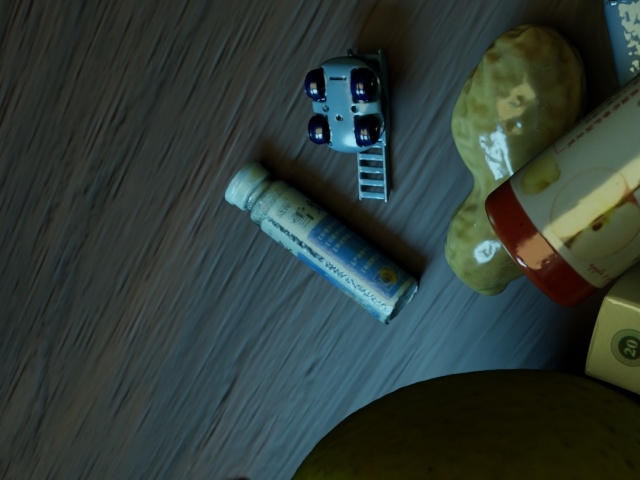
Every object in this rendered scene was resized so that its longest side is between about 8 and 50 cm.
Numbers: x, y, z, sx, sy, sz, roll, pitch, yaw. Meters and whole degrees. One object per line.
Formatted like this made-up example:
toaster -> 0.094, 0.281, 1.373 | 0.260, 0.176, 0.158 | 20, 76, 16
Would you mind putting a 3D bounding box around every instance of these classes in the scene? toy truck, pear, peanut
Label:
toy truck -> 0.030, -0.091, 1.010 | 0.063, 0.074, 0.136 | 7, 111, 27
pear -> 0.135, 0.273, 0.856 | 0.362, 0.418, 0.362 | -14, 67, 35
peanut -> 0.154, -0.058, 0.944 | 0.103, 0.098, 0.229 | -137, 45, -60

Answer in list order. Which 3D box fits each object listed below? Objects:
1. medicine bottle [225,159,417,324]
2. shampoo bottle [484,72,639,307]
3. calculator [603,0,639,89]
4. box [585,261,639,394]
medicine bottle -> 0.000, 0.000, 1.076 | 0.191, 0.051, 0.051 | 38, 122, 12
shampoo bottle -> 0.250, -0.074, 0.817 | 0.278, 0.104, 0.104 | -40, 87, 19
calculator -> 0.281, -0.116, 0.883 | 0.121, 0.039, 0.210 | -7, 105, 32
box -> 0.339, 0.080, 0.850 | 0.256, 0.164, 0.069 | 20, 117, 22
